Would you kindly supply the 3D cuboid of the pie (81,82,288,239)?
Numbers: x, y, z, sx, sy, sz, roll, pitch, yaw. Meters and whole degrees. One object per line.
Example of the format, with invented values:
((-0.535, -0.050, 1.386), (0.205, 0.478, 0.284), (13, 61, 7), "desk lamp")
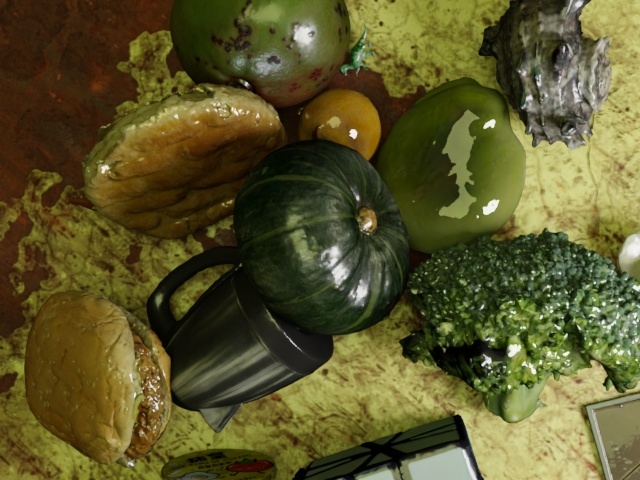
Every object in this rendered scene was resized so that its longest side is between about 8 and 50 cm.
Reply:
((-0.205, -0.120, 1.557), (0.339, 0.339, 0.083), (-24, 62, 4), "pie")

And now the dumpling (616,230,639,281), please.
((0.564, 0.086, 1.560), (0.162, 0.132, 0.250), (-34, 85, 7), "dumpling")

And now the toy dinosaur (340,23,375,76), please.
((0.058, -0.316, 1.688), (0.062, 0.021, 0.083), (-12, 87, 18), "toy dinosaur")

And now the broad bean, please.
((0.211, -0.116, 1.612), (0.238, 0.119, 0.291), (24, 91, 8), "broad bean")

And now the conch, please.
((0.377, -0.283, 1.572), (0.186, 0.241, 0.313), (-29, 56, 38), "conch")

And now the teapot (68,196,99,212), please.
((-0.337, -0.098, 1.682), (0.173, 0.116, 0.116), (-37, 84, -24), "teapot")

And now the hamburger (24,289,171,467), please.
((-0.355, 0.217, 1.585), (0.283, 0.145, 0.259), (19, 103, 34), "hamburger")

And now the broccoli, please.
((0.298, 0.124, 1.519), (0.338, 0.277, 0.317), (18, 128, -28), "broccoli")

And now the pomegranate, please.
((-0.082, -0.370, 1.578), (0.291, 0.291, 0.323), (18, 89, 6), "pomegranate")

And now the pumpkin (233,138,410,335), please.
((0.000, 0.000, 1.503), (0.207, 0.300, 0.300), (-25, 84, 31), "pumpkin")

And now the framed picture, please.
((0.569, 0.321, 1.607), (0.250, 0.016, 0.184), (-16, 86, 5), "framed picture")

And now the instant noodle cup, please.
((-0.160, 0.429, 1.604), (0.182, 0.182, 0.144), (-1, 96, 6), "instant noodle cup")

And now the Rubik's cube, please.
((0.127, 0.447, 1.514), (0.294, 0.288, 0.283), (-21, 86, 7), "Rubik's cube")

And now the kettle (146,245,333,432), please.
((-0.156, 0.158, 1.599), (0.271, 0.207, 0.250), (-36, 103, 18), "kettle")

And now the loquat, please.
((0.031, -0.181, 1.625), (0.141, 0.141, 0.141), (0, 87, 6), "loquat")
